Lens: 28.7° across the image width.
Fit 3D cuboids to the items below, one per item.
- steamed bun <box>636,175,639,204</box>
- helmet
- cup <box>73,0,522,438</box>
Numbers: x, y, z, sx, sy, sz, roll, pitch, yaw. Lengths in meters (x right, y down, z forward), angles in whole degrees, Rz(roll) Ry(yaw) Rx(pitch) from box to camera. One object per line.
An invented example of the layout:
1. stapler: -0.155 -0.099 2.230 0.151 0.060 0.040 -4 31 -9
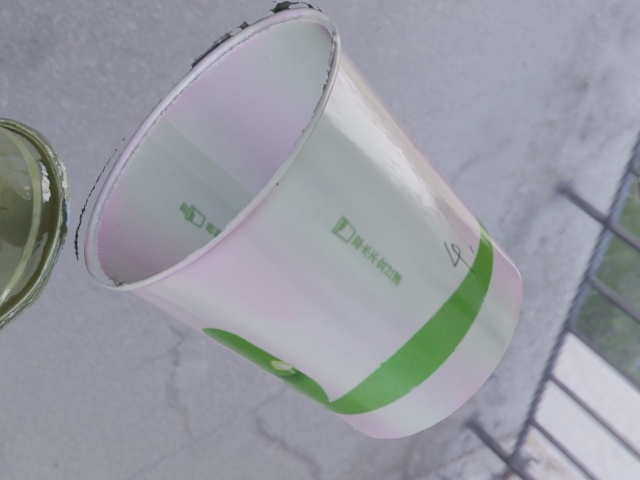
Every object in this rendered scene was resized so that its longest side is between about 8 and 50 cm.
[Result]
1. steamed bun: 0.483 0.010 1.183 0.237 0.346 0.394 38 79 -39
2. helmet: -0.349 -0.008 1.054 0.257 0.204 0.137 -34 156 24
3. cup: 0.000 0.000 0.942 0.274 0.253 0.253 40 92 -29
